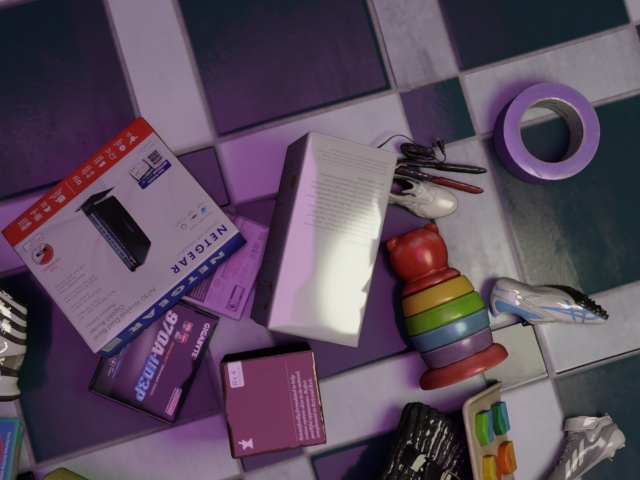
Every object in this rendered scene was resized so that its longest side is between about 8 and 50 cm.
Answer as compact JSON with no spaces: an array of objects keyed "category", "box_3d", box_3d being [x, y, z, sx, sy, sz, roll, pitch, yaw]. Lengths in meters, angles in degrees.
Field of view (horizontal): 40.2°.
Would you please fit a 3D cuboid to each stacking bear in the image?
[{"category":"stacking bear","box_3d":[0.220,0.115,1.638,0.175,0.164,0.289,-22,84,-5]}]

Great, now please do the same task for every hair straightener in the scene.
[{"category":"hair straightener","box_3d":[0.214,-0.157,1.707,0.230,0.047,0.089,13,86,2]}]

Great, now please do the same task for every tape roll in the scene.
[{"category":"tape roll","box_3d":[0.438,-0.206,1.701,0.188,0.080,0.189,0,87,-4]}]

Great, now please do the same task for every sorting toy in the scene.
[{"category":"sorting toy","box_3d":[0.318,0.377,1.615,0.038,0.193,0.208,-6,89,29]}]

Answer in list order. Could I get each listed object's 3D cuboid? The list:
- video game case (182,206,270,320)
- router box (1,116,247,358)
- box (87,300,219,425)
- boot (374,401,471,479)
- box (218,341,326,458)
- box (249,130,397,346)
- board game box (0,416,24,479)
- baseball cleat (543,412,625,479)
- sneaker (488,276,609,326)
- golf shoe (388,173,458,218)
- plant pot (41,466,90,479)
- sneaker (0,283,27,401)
[{"category":"video game case","box_3d":[-0.201,0.035,1.677,0.173,0.022,0.191,22,87,-3]},{"category":"router box","box_3d":[-0.357,-0.008,1.601,0.335,0.082,0.301,-41,75,-5]},{"category":"box","box_3d":[-0.312,0.212,1.643,0.175,0.051,0.220,24,87,-2]},{"category":"boot","box_3d":[0.232,0.493,1.629,0.348,0.131,0.260,49,56,-26]},{"category":"box","box_3d":[-0.087,0.282,1.580,0.166,0.203,0.169,-8,88,-4]},{"category":"box","box_3d":[0.000,0.000,1.585,0.168,0.215,0.346,13,87,-12]},{"category":"board game box","box_3d":[-0.653,0.404,1.572,0.210,0.047,0.160,-4,48,-5]},{"category":"baseball cleat","box_3d":[0.482,0.408,1.686,0.205,0.072,0.109,-32,76,-9]},{"category":"sneaker","box_3d":[0.438,0.131,1.690,0.237,0.085,0.086,12,113,-6]},{"category":"golf shoe","box_3d":[0.184,-0.086,1.676,0.176,0.086,0.069,13,84,-4]},{"category":"plant pot","box_3d":[-0.409,0.541,1.535,0.253,0.276,0.276,32,85,10]},{"category":"sneaker","box_3d":[-0.738,0.131,1.545,0.447,0.169,0.258,10,79,-10]}]
